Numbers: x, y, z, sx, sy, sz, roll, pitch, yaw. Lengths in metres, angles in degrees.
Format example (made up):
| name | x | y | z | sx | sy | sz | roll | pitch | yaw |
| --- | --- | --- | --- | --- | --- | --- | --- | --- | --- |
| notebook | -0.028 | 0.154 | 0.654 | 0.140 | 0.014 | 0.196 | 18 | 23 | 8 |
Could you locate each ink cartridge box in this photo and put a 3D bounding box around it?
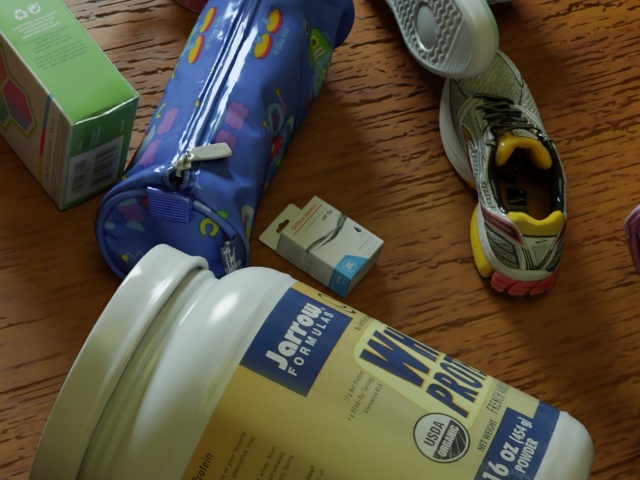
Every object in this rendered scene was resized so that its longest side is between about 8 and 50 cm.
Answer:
| name | x | y | z | sx | sy | sz | roll | pitch | yaw |
| --- | --- | --- | --- | --- | --- | --- | --- | --- | --- |
| ink cartridge box | 0.000 | 0.000 | 1.518 | 0.083 | 0.028 | 0.048 | 33 | 55 | 12 |
| ink cartridge box | -0.226 | -0.137 | 1.513 | 0.062 | 0.109 | 0.209 | -27 | 65 | -28 |

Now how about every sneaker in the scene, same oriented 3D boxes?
| name | x | y | z | sx | sy | sz | roll | pitch | yaw |
| --- | --- | --- | --- | --- | --- | --- | --- | --- | --- |
| sneaker | 0.154 | -0.070 | 1.562 | 0.088 | 0.093 | 0.225 | -4 | 55 | -14 |
| sneaker | 0.132 | -0.213 | 1.619 | 0.151 | 0.094 | 0.256 | -3 | 32 | -18 |

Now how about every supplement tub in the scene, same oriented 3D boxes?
| name | x | y | z | sx | sy | sz | roll | pitch | yaw |
| --- | --- | --- | --- | --- | --- | --- | --- | --- | --- |
| supplement tub | -0.006 | 0.155 | 1.283 | 0.316 | 0.228 | 0.228 | 26 | 54 | 6 |

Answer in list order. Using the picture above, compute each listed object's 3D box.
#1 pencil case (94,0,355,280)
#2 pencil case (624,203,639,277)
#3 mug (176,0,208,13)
| name | x | y | z | sx | sy | sz | roll | pitch | yaw |
| --- | --- | --- | --- | --- | --- | --- | --- | --- | --- |
| pencil case | -0.069 | -0.096 | 1.507 | 0.119 | 0.133 | 0.306 | 18 | 52 | 5 |
| pencil case | 0.365 | -0.052 | 1.581 | 0.124 | 0.124 | 0.284 | 41 | 56 | 16 |
| mug | -0.081 | -0.268 | 1.601 | 0.113 | 0.169 | 0.150 | 36 | 55 | 12 |
